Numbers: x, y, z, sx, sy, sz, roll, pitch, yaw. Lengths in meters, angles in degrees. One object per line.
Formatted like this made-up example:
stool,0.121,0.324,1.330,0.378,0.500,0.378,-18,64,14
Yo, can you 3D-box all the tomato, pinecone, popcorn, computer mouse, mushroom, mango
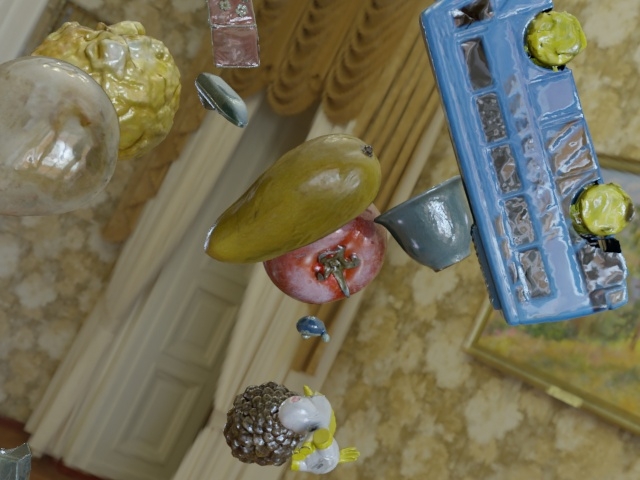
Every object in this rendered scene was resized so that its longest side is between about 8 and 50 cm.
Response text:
tomato,0.000,0.000,1.978,0.270,0.270,0.227,28,19,-35
pinecone,-0.118,0.411,2.047,0.184,0.179,0.204,30,-36,6
popcorn,-0.526,-0.344,2.237,0.354,0.390,0.344,39,4,-7
computer mouse,-0.551,0.416,1.616,0.071,0.126,0.231,4,-13,-27
mushroom,-0.483,-0.159,1.631,0.292,0.292,0.290,25,-16,6
mango,-0.036,-0.060,1.489,0.195,0.142,0.331,-15,-12,-46

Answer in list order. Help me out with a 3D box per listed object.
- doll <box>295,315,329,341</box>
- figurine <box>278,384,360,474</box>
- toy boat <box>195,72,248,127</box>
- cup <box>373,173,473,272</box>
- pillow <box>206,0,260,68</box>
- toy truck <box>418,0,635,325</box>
doll,-0.023,0.202,2.157,0.076,0.050,0.083,2,-16,24
figurine,-0.013,0.338,1.692,0.129,0.109,0.178,12,38,-37
toy boat,-0.253,-0.353,2.412,0.078,0.085,0.260,5,29,-36
cup,0.223,-0.020,1.809,0.150,0.199,0.199,63,-2,2
pillow,-0.230,-0.561,2.451,0.126,0.232,0.043,-7,-8,-9
toy truck,0.223,-0.103,1.018,0.162,0.385,0.161,-15,1,8
